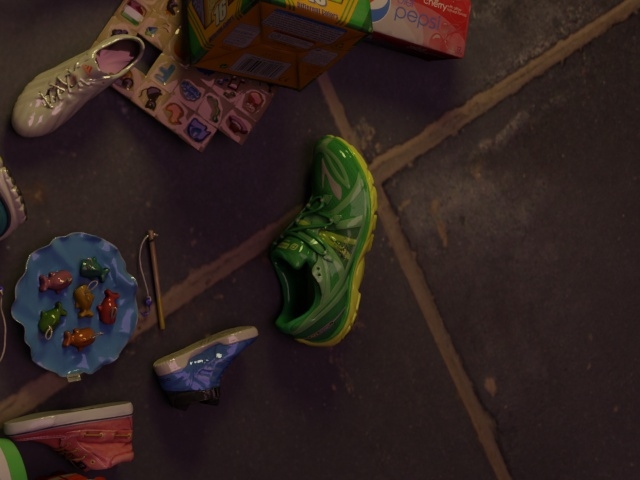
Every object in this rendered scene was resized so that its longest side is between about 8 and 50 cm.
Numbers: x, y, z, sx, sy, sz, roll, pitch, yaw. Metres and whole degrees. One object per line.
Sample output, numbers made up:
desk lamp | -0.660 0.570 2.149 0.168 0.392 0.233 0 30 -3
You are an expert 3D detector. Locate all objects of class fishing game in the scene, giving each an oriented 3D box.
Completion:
fishing game | -0.307 0.085 1.960 0.264 0.041 0.189 -8 98 -39

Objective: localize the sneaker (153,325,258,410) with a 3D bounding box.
sneaker | -0.143 0.176 2.067 0.152 0.058 0.084 -23 99 -25

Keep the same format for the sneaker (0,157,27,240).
sneaker | -0.453 -0.114 1.834 0.110 0.107 0.275 -31 106 -14

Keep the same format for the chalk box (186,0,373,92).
chalk box | -0.062 -0.371 1.993 0.180 0.179 0.289 10 62 -33

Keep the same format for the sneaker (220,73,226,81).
sneaker | -0.130 -0.235 2.067 0.069 0.038 0.098 -23 104 -31

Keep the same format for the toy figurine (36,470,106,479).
toy figurine | -0.290 0.411 1.934 0.213 0.148 0.209 39 72 -29

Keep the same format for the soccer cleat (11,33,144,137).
soccer cleat | -0.304 -0.200 1.926 0.196 0.076 0.068 -39 102 -18

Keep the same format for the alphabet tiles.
alphabet tiles | -0.167 -0.240 2.029 0.237 0.009 0.198 36 75 -16

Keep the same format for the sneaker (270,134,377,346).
sneaker | 0.000 0.000 2.121 0.123 0.109 0.295 6 90 -37

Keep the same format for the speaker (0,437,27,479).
speaker | -0.501 0.313 1.807 0.296 0.131 0.131 -8 97 -32

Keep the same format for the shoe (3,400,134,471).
shoe | -0.316 0.256 1.958 0.178 0.063 0.081 -5 90 -37

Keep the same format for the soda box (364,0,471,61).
soda box | 0.085 -0.327 2.174 0.263 0.083 0.092 11 86 -32
